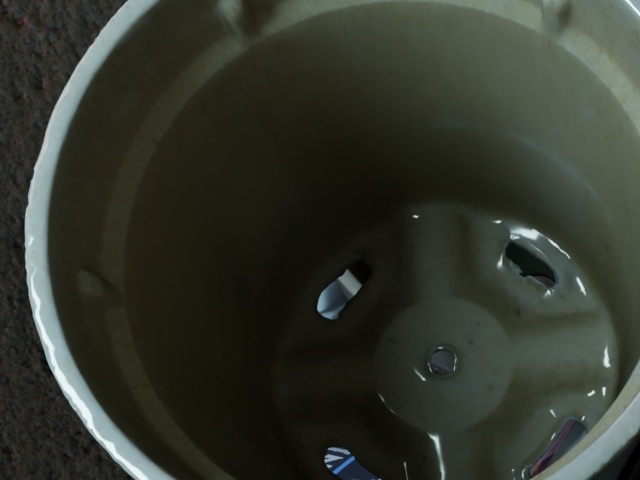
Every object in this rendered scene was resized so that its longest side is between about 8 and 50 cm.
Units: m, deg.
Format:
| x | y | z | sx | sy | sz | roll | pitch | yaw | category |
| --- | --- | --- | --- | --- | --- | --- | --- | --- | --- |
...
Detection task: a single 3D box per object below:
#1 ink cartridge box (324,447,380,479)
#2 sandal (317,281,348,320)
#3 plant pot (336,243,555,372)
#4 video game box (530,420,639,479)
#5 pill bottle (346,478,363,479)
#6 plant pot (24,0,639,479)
| x | y | z | sx | sy | sz | roll | pitch | yaw | category |
| --- | --- | --- | --- | --- | --- | --- | --- | --- | --- |
| 0.056 | 0.182 | 1.426 | 0.208 | 0.206 | 0.045 | -33 | -62 | -41 | ink cartridge box |
| -0.008 | 0.002 | 1.558 | 0.169 | 0.102 | 0.416 | -16 | -71 | -58 | sandal |
| 0.161 | -0.010 | 1.489 | 0.323 | 0.323 | 0.280 | -56 | -21 | -16 | plant pot |
| 0.143 | 0.176 | 1.236 | 0.187 | 0.048 | 0.205 | -54 | -6 | -15 | video game box |
| 0.012 | 0.170 | 0.675 | 0.169 | 0.169 | 0.301 | -56 | -4 | -5 | pill bottle |
| 0.049 | 0.029 | 1.028 | 0.334 | 0.333 | 0.305 | -56 | -19 | -9 | plant pot |
